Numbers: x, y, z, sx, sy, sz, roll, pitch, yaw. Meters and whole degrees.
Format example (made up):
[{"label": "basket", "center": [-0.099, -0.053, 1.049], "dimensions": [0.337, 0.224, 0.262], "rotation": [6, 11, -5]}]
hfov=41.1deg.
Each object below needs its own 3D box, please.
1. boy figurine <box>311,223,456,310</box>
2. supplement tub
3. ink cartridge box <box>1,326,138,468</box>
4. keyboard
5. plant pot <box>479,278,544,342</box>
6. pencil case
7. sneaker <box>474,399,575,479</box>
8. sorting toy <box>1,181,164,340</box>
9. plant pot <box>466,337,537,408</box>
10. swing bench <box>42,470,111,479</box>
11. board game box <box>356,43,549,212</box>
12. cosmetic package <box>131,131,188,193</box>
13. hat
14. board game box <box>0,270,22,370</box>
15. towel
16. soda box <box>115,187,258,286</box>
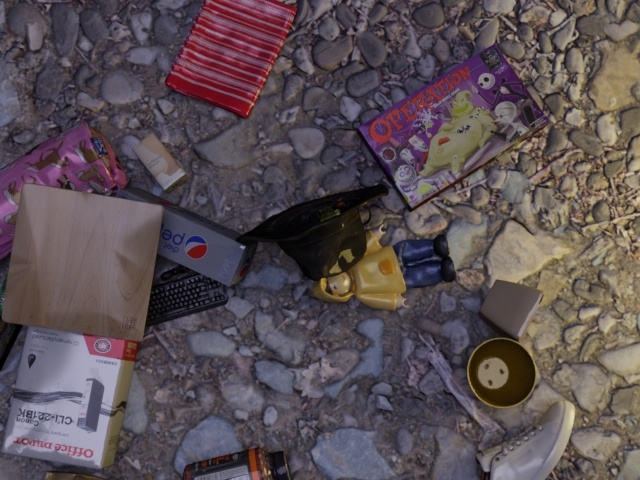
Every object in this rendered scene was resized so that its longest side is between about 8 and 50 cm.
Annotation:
[{"label": "boy figurine", "center": [0.118, 0.056, 1.714], "dimensions": [0.285, 0.092, 0.177], "rotation": [-10, 84, -5]}, {"label": "supplement tub", "center": [-0.157, 0.460, 1.639], "dimensions": [0.197, 0.106, 0.106], "rotation": [-13, 81, -3]}, {"label": "ink cartridge box", "center": [-0.481, 0.292, 1.659], "dimensions": [0.197, 0.114, 0.273], "rotation": [9, 81, 1]}, {"label": "keyboard", "center": [-0.287, 0.101, 1.738], "dimensions": [0.180, 0.023, 0.108], "rotation": [-16, 81, -4]}, {"label": "plant pot", "center": [0.375, 0.136, 1.699], "dimensions": [0.096, 0.109, 0.109], "rotation": [28, 82, 17]}, {"label": "pencil case", "center": [-0.581, -0.082, 1.701], "dimensions": [0.386, 0.167, 0.160], "rotation": [-31, 113, -5]}, {"label": "sneaker", "center": [0.378, 0.414, 1.647], "dimensions": [0.123, 0.106, 0.290], "rotation": [35, 84, 3]}, {"label": "sorting toy", "center": [-0.439, 0.038, 1.603], "dimensions": [0.255, 0.089, 0.257], "rotation": [10, 92, -8]}, {"label": "plant pot", "center": [0.346, 0.261, 1.678], "dimensions": [0.134, 0.095, 0.134], "rotation": [0, 80, -1]}, {"label": "swing bench", "center": [-0.417, 0.589, 1.581], "dimensions": [0.254, 0.165, 0.253], "rotation": [14, 81, 26]}, {"label": "board game box", "center": [0.276, -0.236, 1.785], "dimensions": [0.346, 0.056, 0.208], "rotation": [-33, 78, -5]}, {"label": "cosmetic package", "center": [-0.332, -0.160, 1.770], "dimensions": [0.060, 0.041, 0.115], "rotation": [-40, 83, -6]}, {"label": "hat", "center": [0.000, 0.000, 1.626], "dimensions": [0.331, 0.331, 0.134], "rotation": [-17, 100, -3]}, {"label": "board game box", "center": [-0.605, 0.132, 1.675], "dimensions": [0.030, 0.136, 0.260], "rotation": [22, 81, 7]}, {"label": "towel", "center": [-0.191, -0.412, 1.818], "dimensions": [0.198, 0.031, 0.275], "rotation": [23, 81, 3]}, {"label": "soda box", "center": [-0.275, -0.010, 1.697], "dimensions": [0.286, 0.098, 0.091], "rotation": [24, 99, 8]}]
